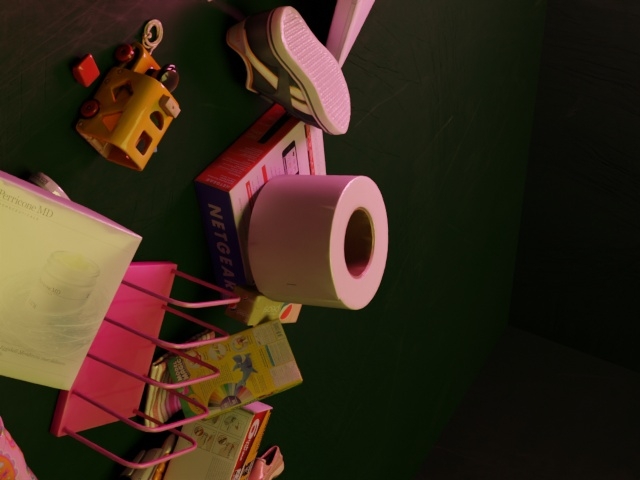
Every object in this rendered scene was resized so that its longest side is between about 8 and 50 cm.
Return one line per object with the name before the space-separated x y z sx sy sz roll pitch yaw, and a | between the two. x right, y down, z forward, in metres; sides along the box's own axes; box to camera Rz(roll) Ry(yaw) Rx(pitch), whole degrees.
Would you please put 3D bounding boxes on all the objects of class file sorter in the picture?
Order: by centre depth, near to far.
file sorter | -0.277 0.201 1.446 0.202 0.182 0.290 0 108 -64

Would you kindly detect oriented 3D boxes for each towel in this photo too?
towel | -0.267 0.265 1.677 0.197 0.029 0.144 -30 134 -59

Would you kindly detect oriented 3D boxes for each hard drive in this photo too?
hard drive | 0.082 -0.482 1.648 0.233 0.047 0.353 -64 -179 -12

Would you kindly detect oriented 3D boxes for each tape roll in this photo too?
tape roll | 0.000 0.000 1.614 0.246 0.169 0.246 -14 107 -60

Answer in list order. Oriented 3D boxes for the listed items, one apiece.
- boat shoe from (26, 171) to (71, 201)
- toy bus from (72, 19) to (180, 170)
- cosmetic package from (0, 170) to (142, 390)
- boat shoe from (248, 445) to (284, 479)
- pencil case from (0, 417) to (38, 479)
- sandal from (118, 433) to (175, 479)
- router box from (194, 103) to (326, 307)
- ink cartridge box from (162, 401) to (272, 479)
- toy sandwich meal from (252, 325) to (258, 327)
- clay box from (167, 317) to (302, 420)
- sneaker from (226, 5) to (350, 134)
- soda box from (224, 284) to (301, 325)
boat shoe | -0.366 0.002 1.250 0.076 0.080 0.228 -51 148 -23
toy bus | -0.259 -0.202 1.280 0.191 0.104 0.202 -33 137 -52
cosmetic package | -0.384 0.042 1.091 0.224 0.138 0.224 27 85 -47
boat shoe | -0.150 0.557 2.113 0.190 0.068 0.072 -38 129 -63
pencil case | -0.470 0.359 1.262 0.124 0.124 0.284 -52 150 -34
sandal | -0.342 0.459 1.613 0.102 0.076 0.265 105 6 -47
router box | -0.100 -0.067 1.722 0.301 0.082 0.335 -49 148 -37
ink cartridge box | -0.212 0.459 1.742 0.272 0.130 0.309 47 62 -80
toy sandwich meal | -0.118 0.171 1.920 0.085 0.029 0.085 -43 144 -44
clay box | -0.158 0.242 1.617 0.222 0.127 0.053 -19 164 -9
sneaker | -0.052 -0.300 1.579 0.321 0.128 0.126 49 45 -53
soda box | -0.105 0.123 1.686 0.181 0.058 0.061 6 105 -62
